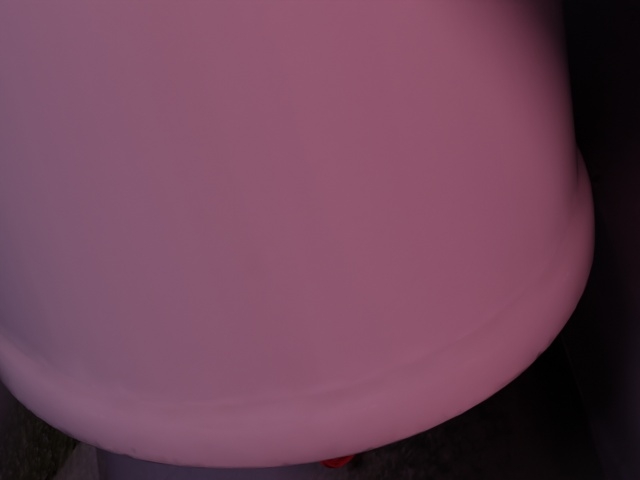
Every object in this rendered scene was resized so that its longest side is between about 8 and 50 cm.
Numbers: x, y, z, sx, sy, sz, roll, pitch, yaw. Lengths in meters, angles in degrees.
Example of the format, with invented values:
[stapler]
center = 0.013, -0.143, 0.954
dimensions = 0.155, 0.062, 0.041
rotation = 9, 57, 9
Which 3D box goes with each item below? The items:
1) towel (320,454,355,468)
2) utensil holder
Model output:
[towel]
center = 0.000, 0.000, 1.159
dimensions = 0.199, 0.031, 0.275
rotation = -68, 27, 16
[utensil holder]
center = -0.049, -0.140, 0.833
dimensions = 0.327, 0.328, 0.385
rotation = -116, 11, -51
